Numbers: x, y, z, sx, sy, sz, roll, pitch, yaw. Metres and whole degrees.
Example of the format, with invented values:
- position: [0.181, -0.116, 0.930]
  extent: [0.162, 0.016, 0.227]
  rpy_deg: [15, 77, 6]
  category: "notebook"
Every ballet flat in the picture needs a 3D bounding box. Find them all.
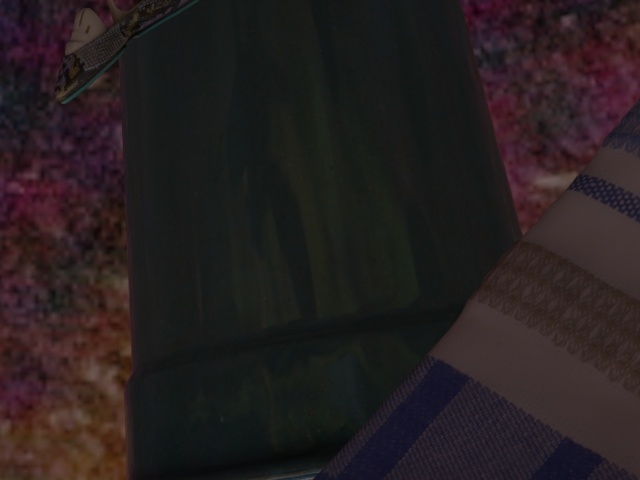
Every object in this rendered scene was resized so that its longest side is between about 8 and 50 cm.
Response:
- position: [-0.123, -0.128, 0.918]
  extent: [0.114, 0.041, 0.041]
  rpy_deg: [-41, 155, -18]
  category: "ballet flat"

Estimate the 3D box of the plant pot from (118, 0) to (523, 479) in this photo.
- position: [0.000, 0.000, 1.102]
  extent: [0.341, 0.334, 0.341]
  rpy_deg: [-9, 170, -2]
  category: "plant pot"

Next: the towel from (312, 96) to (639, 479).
- position: [0.149, 0.009, 0.433]
  extent: [0.285, 0.209, 0.034]
  rpy_deg: [-47, 133, -13]
  category: "towel"
